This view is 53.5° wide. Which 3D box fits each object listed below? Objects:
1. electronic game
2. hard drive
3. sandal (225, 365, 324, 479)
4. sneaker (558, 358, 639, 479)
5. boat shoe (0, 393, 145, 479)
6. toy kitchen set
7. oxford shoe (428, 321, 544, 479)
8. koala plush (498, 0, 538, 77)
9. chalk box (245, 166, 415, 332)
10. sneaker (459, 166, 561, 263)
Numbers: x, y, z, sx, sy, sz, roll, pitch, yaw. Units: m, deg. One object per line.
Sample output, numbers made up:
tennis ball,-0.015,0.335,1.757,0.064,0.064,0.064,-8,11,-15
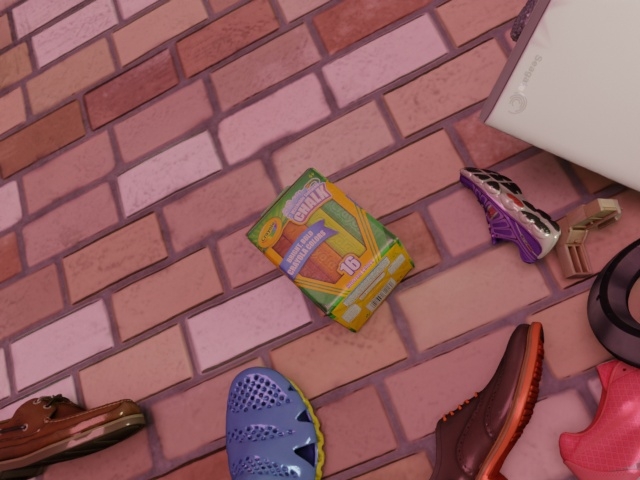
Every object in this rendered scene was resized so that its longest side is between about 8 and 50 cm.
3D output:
electronic game,0.409,0.053,0.694,0.229,0.048,0.229,-31,25,16
hard drive,0.365,-0.168,0.719,0.308,0.040,0.203,21,111,-10
sandal,-0.063,0.308,0.784,0.126,0.138,0.317,-19,66,14
sneaker,0.383,0.153,0.695,0.136,0.116,0.313,37,86,29
boat shoe,-0.402,0.275,0.923,0.308,0.111,0.104,-22,68,11
toy kitchen set,0.347,-0.002,0.788,0.068,0.083,0.075,1,67,-25
oxford shoe,0.190,0.214,0.753,0.098,0.097,0.271,20,80,29
koala plush,0.364,-0.293,0.821,0.204,0.196,0.221,18,78,12
chalk box,0.000,0.000,0.866,0.213,0.132,0.132,41,88,25
sneaker,0.234,-0.036,0.837,0.170,0.068,0.071,56,132,37
